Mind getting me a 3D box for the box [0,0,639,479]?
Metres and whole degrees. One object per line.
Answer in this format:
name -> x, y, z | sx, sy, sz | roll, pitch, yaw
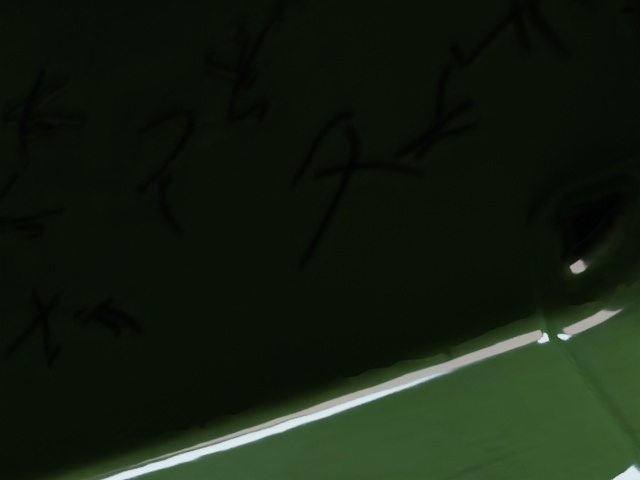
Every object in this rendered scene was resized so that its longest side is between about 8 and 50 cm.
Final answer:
box -> 0.000, 0.000, 0.609 | 0.328, 0.253, 0.178 | -22, 149, 23
